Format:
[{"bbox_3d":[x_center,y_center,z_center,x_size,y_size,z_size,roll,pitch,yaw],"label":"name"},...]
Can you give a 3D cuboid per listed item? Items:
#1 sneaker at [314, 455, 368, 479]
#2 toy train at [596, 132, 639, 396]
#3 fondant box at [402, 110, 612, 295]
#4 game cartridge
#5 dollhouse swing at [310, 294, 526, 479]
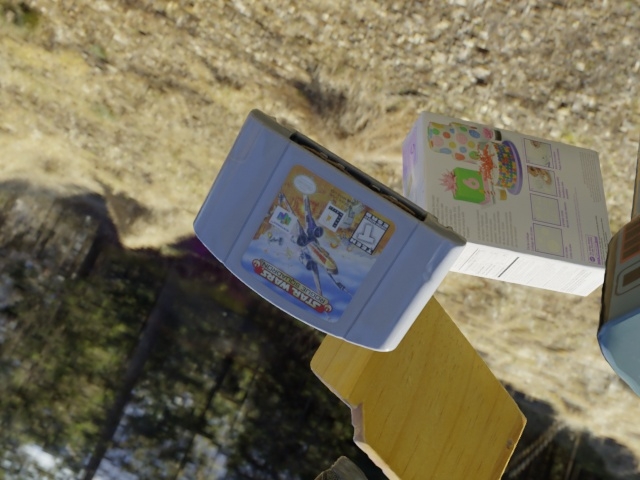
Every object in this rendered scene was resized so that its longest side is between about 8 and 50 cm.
[{"bbox_3d":[0.043,0.402,1.141,0.227,0.130,0.087,58,166,-10],"label":"sneaker"},{"bbox_3d":[0.264,-0.039,0.519,0.142,0.334,0.190,42,130,-14],"label":"toy train"},{"bbox_3d":[0.301,-0.059,1.458,0.330,0.238,0.096,12,148,-15],"label":"fondant box"},{"bbox_3d":[0.000,0.000,1.080,0.297,0.198,0.062,32,-159,3],"label":"game cartridge"},{"bbox_3d":[0.098,0.236,1.438,0.305,0.315,0.347,-3,134,48],"label":"dollhouse swing"}]
